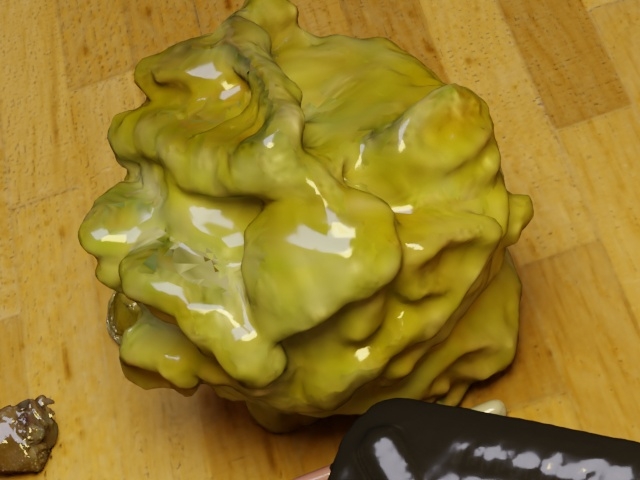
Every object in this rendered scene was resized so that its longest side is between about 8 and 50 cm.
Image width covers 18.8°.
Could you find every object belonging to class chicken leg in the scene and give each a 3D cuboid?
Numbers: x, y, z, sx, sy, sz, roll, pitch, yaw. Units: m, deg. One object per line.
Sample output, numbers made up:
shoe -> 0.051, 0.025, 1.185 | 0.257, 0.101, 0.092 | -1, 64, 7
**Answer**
chicken leg -> -0.295, 0.150, 1.387 | 0.196, 0.080, 0.125 | 0, 35, 21

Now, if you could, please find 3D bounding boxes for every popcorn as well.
popcorn -> -0.014, -0.008, 1.271 | 0.312, 0.312, 0.312 | -11, 44, 11

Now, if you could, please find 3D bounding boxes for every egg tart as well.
egg tart -> -0.118, 0.042, 1.449 | 0.105, 0.039, 0.105 | -12, 46, 12

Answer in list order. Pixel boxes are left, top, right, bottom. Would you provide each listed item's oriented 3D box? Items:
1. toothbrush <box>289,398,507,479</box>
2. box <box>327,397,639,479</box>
toothbrush -> -0.009, 0.165, 1.297 | 0.286, 0.020, 0.025 | -21, 52, 2
box -> 0.107, 0.243, 1.098 | 0.289, 0.073, 0.290 | 10, 67, 26
